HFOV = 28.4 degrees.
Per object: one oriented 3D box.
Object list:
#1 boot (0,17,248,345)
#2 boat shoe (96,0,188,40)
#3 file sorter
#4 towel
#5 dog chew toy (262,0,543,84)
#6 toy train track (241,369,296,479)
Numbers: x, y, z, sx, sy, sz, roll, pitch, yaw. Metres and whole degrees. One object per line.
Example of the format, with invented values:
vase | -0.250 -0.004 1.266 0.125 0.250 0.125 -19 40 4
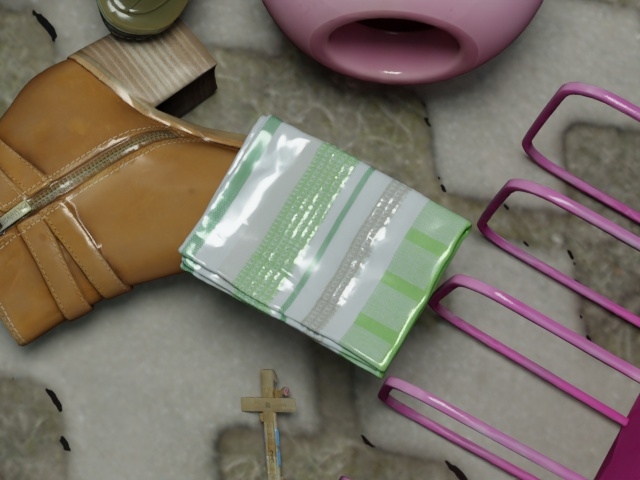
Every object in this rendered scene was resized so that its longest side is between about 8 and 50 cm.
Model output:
boot | -0.114 0.000 0.842 0.220 0.109 0.283 -39 82 -9
boat shoe | -0.125 -0.230 0.882 0.080 0.073 0.224 6 67 -19
file sorter | 0.152 0.077 0.802 0.182 0.202 0.291 30 81 5
towel | 0.000 0.000 0.768 0.152 0.023 0.113 28 85 18
dog chew toy | 0.061 -0.278 0.856 0.206 0.206 0.332 6 73 -2
toy train track | -0.031 0.130 0.874 0.048 0.014 0.083 -4 90 37
